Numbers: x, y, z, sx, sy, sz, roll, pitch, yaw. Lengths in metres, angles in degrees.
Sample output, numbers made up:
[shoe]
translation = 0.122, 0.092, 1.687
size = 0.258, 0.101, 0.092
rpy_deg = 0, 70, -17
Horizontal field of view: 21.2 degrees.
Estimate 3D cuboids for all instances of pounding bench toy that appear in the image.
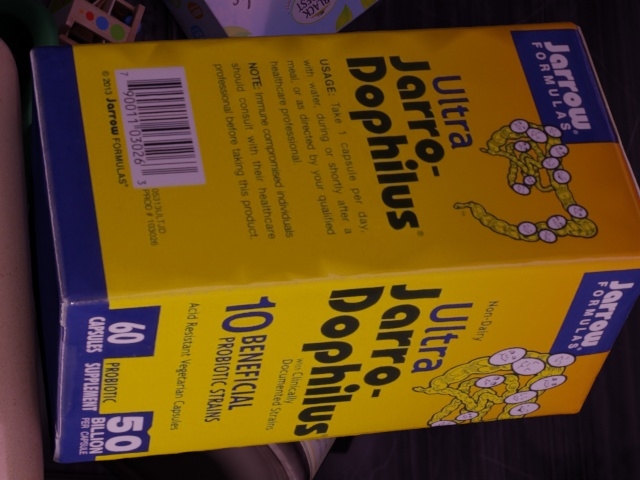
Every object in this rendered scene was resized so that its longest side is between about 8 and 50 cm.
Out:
[pounding bench toy]
translation = -0.182, -0.155, 1.344
size = 0.065, 0.052, 0.083
rpy_deg = 30, 60, -28

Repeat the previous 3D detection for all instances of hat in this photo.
[hat]
translation = -0.192, -0.055, 1.243
size = 0.173, 0.208, 0.183
rpy_deg = -51, 132, 1

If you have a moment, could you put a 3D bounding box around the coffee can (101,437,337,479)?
[coffee can]
translation = -0.043, 0.051, 1.292
size = 0.201, 0.201, 0.275
rpy_deg = 46, 54, -18

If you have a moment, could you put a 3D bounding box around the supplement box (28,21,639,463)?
[supplement box]
translation = 0.000, 0.000, 1.090
size = 0.356, 0.194, 0.195
rpy_deg = -5, 56, -13

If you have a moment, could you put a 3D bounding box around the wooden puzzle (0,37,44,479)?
[wooden puzzle]
translation = -0.357, 0.034, 1.076
size = 0.347, 0.080, 0.322
rpy_deg = -4, 73, -7

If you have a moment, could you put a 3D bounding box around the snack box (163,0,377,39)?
[snack box]
translation = -0.059, -0.252, 1.441
size = 0.174, 0.070, 0.207
rpy_deg = -40, 103, -27
